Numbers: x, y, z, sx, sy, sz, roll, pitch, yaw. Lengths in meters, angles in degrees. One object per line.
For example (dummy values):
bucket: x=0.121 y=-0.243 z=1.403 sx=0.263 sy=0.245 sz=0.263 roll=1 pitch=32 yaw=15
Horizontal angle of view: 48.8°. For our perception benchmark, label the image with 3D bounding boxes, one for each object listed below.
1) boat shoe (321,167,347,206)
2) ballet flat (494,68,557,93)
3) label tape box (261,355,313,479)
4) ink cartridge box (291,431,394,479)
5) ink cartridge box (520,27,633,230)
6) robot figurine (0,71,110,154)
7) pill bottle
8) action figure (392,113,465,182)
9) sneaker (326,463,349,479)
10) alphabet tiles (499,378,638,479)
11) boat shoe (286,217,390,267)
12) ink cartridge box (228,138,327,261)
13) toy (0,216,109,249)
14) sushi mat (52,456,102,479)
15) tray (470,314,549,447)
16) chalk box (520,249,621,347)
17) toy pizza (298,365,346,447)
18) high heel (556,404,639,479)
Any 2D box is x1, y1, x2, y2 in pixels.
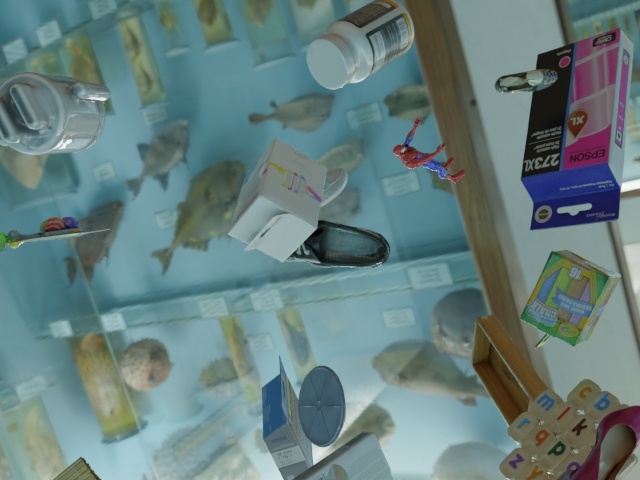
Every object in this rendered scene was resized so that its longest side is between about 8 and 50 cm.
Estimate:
boat shoe: x=-0.010 y=-0.124 z=1.676 sx=0.184 sy=0.063 sz=0.066 roll=-37 pitch=-132 yaw=-17
ballet flat: x=0.378 y=-0.295 z=1.308 sx=0.115 sy=0.041 sz=0.041 roll=-6 pitch=-167 yaw=29
label tape box: x=-0.124 y=0.580 z=2.287 sx=0.106 sy=0.333 sz=0.240 roll=-17 pitch=-150 yaw=5
ink cartridge box: x=0.078 y=0.681 z=1.874 sx=0.275 sy=0.238 sz=0.060 roll=-25 pitch=-177 yaw=-32
ink cartridge box: x=0.476 y=-0.206 z=1.319 sx=0.069 sy=0.370 sz=0.176 roll=25 pitch=158 yaw=-38
robot figurine: x=-0.685 y=-0.321 z=1.803 sx=0.300 sy=0.199 sz=0.353 roll=-22 pitch=-176 yaw=15
pill bottle: x=0.102 y=-0.501 z=1.804 sx=0.278 sy=0.162 sz=0.162 roll=-38 pitch=-160 yaw=-34
action figure: x=0.313 y=-0.251 z=1.958 sx=0.281 sy=0.091 sz=0.139 roll=6 pitch=128 yaw=-44
sneaker: x=0.103 y=0.596 z=1.499 sx=0.151 sy=0.255 sz=0.094 roll=-2 pitch=143 yaw=-22
alphabet tiles: x=0.508 y=0.420 z=1.453 sx=0.278 sy=0.021 sz=0.284 roll=-46 pitch=-156 yaw=-2
boat shoe: x=0.000 y=0.000 z=1.522 sx=0.303 sy=0.114 sz=0.091 roll=2 pitch=-178 yaw=1
ink cartridge box: x=-0.058 y=-0.048 z=0.966 sx=0.092 sy=0.090 sz=0.143 roll=-45 pitch=-156 yaw=40
toy: x=-0.639 y=-0.025 z=1.668 sx=0.137 sy=0.056 sz=0.237 roll=-7 pitch=-174 yaw=44
sushi mat: x=-0.616 y=0.646 z=1.580 sx=0.317 sy=0.151 sz=0.019 roll=-39 pitch=176 yaw=-9
tray: x=0.592 y=0.434 z=2.222 sx=0.076 sy=0.202 sz=0.411 roll=-6 pitch=-151 yaw=-9
chalk box: x=0.528 y=0.143 z=1.517 sx=0.132 sy=0.212 sz=0.132 roll=28 pitch=-165 yaw=29
toy pizza: x=0.009 y=0.417 z=1.777 sx=0.032 sy=0.201 sz=0.201 roll=9 pitch=173 yaw=-34
high heel: x=0.525 y=0.376 z=1.250 sx=0.244 sy=0.082 sz=0.117 roll=-30 pitch=176 yaw=-19
